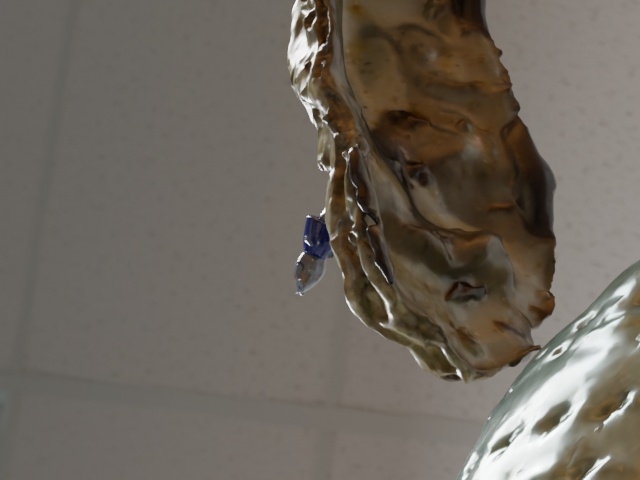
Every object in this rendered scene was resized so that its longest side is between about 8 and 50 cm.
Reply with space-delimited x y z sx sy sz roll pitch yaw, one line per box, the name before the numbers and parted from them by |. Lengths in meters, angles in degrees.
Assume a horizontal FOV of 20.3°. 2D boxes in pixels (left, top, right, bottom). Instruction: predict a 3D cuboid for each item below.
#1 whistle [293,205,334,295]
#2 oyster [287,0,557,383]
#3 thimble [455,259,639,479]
whistle | 0.000 0.000 1.249 0.033 0.029 0.083 -118 -132 -82
oyster | 0.043 -0.078 0.834 0.078 0.129 0.345 -47 -145 41
thimble | 0.142 0.120 0.589 0.250 0.205 0.172 -4 -142 41
